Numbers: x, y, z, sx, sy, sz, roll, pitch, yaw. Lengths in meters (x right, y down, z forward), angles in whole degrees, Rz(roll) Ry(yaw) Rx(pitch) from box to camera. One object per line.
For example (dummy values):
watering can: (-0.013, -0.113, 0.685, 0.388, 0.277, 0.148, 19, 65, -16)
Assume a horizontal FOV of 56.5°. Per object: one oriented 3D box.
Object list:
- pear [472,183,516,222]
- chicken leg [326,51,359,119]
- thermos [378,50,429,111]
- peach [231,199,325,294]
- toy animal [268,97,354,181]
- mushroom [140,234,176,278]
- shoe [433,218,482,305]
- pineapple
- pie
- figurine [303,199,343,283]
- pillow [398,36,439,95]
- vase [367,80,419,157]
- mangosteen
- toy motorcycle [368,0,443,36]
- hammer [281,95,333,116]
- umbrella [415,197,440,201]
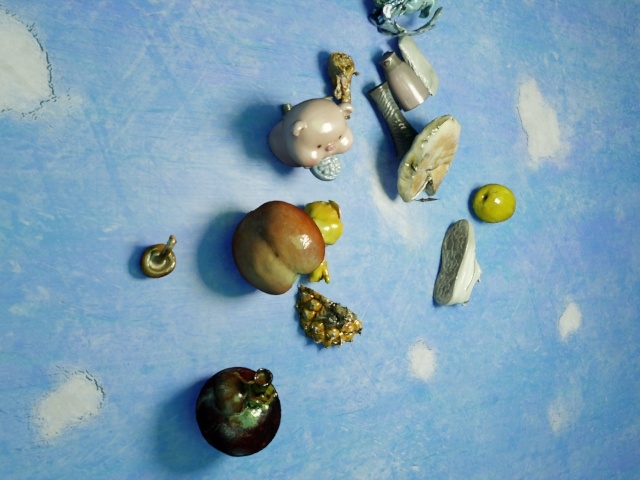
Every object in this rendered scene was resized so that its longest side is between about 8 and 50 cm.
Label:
pear: (0.636, -0.135, 2.180, 0.162, 0.149, 0.149, 19, 78, -43)
chicken leg: (0.073, -0.479, 1.844, 0.085, 0.101, 0.207, -16, 106, -34)
thermos: (0.270, -0.543, 1.985, 0.193, 0.105, 0.137, 50, 35, -19)
peach: (-0.118, 0.015, 1.614, 0.252, 0.252, 0.252, 1, 88, -34)
toy animal: (-0.031, -0.301, 1.690, 0.210, 0.221, 0.229, -31, 135, -24)
mushroom: (-0.401, 0.036, 1.518, 0.088, 0.073, 0.129, 35, 104, -13)
shoe: (0.511, 0.093, 2.110, 0.159, 0.124, 0.316, 23, 82, -31)
pineapple: (0.037, 0.253, 1.764, 0.250, 0.164, 0.140, 39, 76, -30)
pie: (0.366, -0.274, 1.968, 0.337, 0.075, 0.337, -41, 148, -33)
figurine: (0.000, 0.000, 1.768, 0.156, 0.131, 0.246, -24, 118, -69)
pillow: (0.336, -0.606, 2.036, 0.229, 0.051, 0.128, 50, 35, -22)
vase: (0.241, -0.399, 1.955, 0.115, 0.115, 0.237, -40, 105, -28)
mangosteen: (-0.190, 0.425, 1.530, 0.231, 0.289, 0.231, 23, 47, -27)
toy motorcycle: (0.288, -0.778, 1.959, 0.260, 0.154, 0.206, -24, 99, -20)
hammer: (-0.032, -0.406, 1.815, 0.195, 0.028, 0.060, -25, 109, -33)
umbrella: (0.375, -0.141, 2.086, 0.122, 0.013, 0.022, 1, 67, -33)
